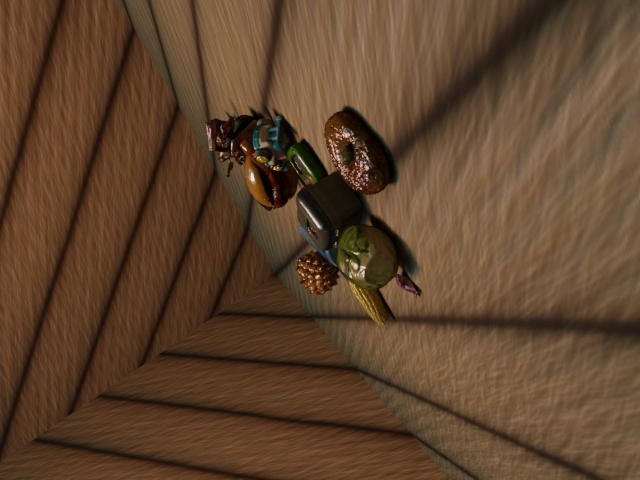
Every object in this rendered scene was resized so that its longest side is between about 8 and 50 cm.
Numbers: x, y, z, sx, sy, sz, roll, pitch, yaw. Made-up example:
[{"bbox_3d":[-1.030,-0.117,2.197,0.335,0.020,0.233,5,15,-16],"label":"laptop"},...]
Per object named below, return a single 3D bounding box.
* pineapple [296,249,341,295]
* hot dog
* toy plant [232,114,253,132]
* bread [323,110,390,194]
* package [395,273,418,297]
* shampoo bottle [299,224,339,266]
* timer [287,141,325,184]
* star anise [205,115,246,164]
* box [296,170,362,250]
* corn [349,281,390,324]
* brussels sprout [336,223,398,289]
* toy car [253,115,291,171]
[{"bbox_3d":[0.016,0.100,2.240,0.161,0.137,0.176,48,-148,-19],"label":"pineapple"},{"bbox_3d":[-0.165,-0.200,1.912,0.326,0.194,0.107,48,-175,-45],"label":"hot dog"},{"bbox_3d":[-0.216,-0.342,1.984,0.162,0.093,0.093,41,162,56],"label":"toy plant"},{"bbox_3d":[0.069,-0.173,1.275,0.193,0.064,0.193,53,166,19],"label":"bread"},{"bbox_3d":[0.215,0.110,1.589,0.083,0.029,0.059,44,171,14],"label":"package"},{"bbox_3d":[0.000,0.000,2.146,0.258,0.061,0.104,41,161,57],"label":"shampoo bottle"},{"bbox_3d":[-0.039,-0.205,1.719,0.128,0.047,0.140,55,170,-3],"label":"timer"},{"bbox_3d":[-0.352,-0.379,2.352,0.237,0.148,0.346,52,179,9],"label":"star anise"},{"bbox_3d":[0.021,-0.072,1.623,0.148,0.129,0.210,54,169,13],"label":"box"},{"bbox_3d":[0.154,0.179,1.982,0.206,0.067,0.067,56,170,-20],"label":"corn"},{"bbox_3d":[0.117,0.045,1.537,0.180,0.144,0.161,-118,36,-56],"label":"brussels sprout"},{"bbox_3d":[-0.114,-0.264,1.773,0.161,0.098,0.126,35,-127,-49],"label":"toy car"}]
